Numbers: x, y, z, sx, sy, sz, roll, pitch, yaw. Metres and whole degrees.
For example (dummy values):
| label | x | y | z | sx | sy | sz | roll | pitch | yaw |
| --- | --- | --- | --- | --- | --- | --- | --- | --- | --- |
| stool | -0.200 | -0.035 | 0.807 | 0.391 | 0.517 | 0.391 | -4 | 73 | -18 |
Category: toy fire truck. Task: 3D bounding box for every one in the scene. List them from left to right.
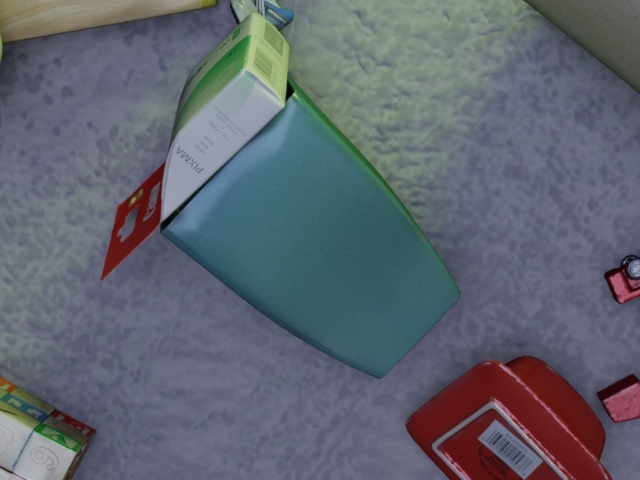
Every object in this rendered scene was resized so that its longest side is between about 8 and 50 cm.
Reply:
| label | x | y | z | sx | sy | sz | roll | pitch | yaw |
| --- | --- | --- | --- | --- | --- | --- | --- | --- | --- |
| toy fire truck | 0.323 | 0.069 | 1.801 | 0.192 | 0.047 | 0.135 | -25 | 93 | 3 |

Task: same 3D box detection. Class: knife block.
| label | x | y | z | sx | sy | sz | roll | pitch | yaw |
| --- | --- | --- | --- | --- | --- | --- | --- | --- | --- |
| knife block | -0.265 | -0.210 | 1.782 | 0.275 | 0.088 | 0.242 | 36 | 101 | 1 |

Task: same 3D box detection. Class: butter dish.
| label | x | y | z | sx | sy | sz | roll | pitch | yaw |
| --- | --- | --- | --- | --- | --- | --- | --- | --- | --- |
| butter dish | 0.186 | 0.167 | 1.786 | 0.160 | 0.118 | 0.160 | 46 | 138 | -1 |

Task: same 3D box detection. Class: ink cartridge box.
| label | x | y | z | sx | sy | sz | roll | pitch | yaw |
| --- | --- | --- | --- | --- | --- | --- | --- | --- | --- |
| ink cartridge box | -0.121 | -0.086 | 1.724 | 0.224 | 0.181 | 0.056 | -41 | 106 | 15 |

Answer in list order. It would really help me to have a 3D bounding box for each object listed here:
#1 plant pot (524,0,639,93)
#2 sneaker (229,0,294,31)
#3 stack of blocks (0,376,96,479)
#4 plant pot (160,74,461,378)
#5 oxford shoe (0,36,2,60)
| label | x | y | z | sx | sy | sz | roll | pitch | yaw |
| --- | --- | --- | --- | --- | --- | --- | --- | --- | --- |
| plant pot | 0.341 | -0.225 | 1.666 | 0.305 | 0.334 | 0.334 | 32 | 95 | 10 |
| sneaker | -0.066 | -0.245 | 1.799 | 0.058 | 0.052 | 0.135 | -26 | 101 | -3 |
| stack of blocks | -0.359 | 0.149 | 1.774 | 0.297 | 0.171 | 0.087 | 28 | 95 | 0 |
| plant pot | 0.000 | 0.000 | 1.757 | 0.234 | 0.165 | 0.166 | 44 | 95 | -9 |
| oxford shoe | -0.464 | -0.066 | 1.747 | 0.449 | 0.130 | 0.169 | -37 | 97 | 23 |
